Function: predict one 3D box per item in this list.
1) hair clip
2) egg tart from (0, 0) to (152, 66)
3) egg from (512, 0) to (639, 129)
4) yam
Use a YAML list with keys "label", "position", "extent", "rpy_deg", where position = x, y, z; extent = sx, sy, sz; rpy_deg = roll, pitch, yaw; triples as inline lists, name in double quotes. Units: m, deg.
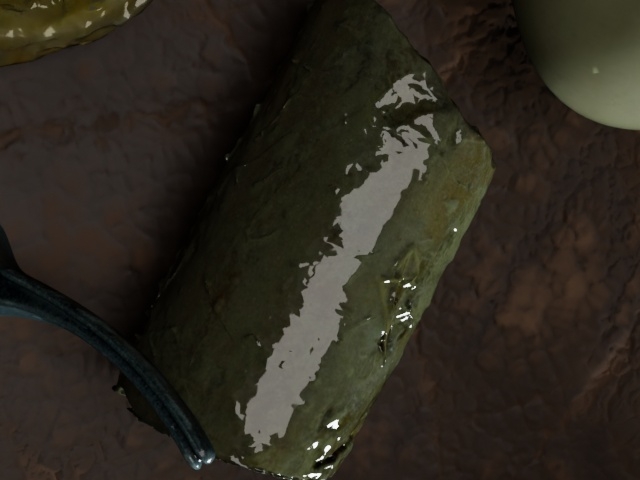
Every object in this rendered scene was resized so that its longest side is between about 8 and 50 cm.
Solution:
- label: "hair clip"
  position: [-0.146, 0.065, 0.976]
  extent: [0.070, 0.229, 0.039]
  rpy_deg: [-57, 151, -5]
- label: "egg tart"
  position: [-0.206, -0.288, 0.928]
  extent: [0.387, 0.169, 0.388]
  rpy_deg: [-3, 97, -24]
- label: "egg"
  position: [0.244, -0.197, 1.062]
  extent: [0.219, 0.219, 0.269]
  rpy_deg: [42, 87, -19]
- label: "yam"
  position: [0.000, 0.000, 1.030]
  extent: [0.168, 0.168, 0.304]
  rpy_deg: [29, 88, -20]
